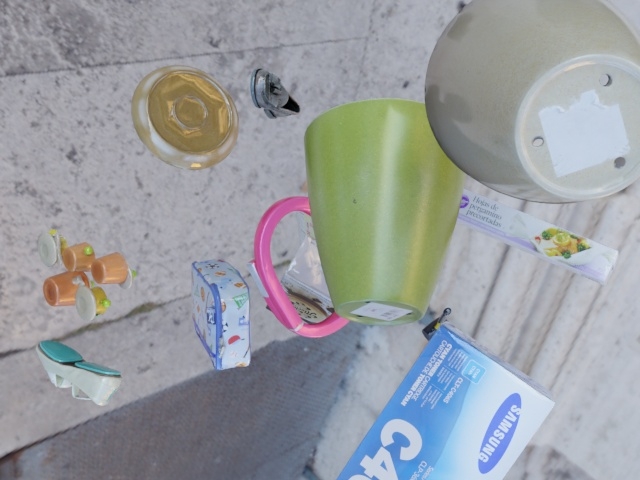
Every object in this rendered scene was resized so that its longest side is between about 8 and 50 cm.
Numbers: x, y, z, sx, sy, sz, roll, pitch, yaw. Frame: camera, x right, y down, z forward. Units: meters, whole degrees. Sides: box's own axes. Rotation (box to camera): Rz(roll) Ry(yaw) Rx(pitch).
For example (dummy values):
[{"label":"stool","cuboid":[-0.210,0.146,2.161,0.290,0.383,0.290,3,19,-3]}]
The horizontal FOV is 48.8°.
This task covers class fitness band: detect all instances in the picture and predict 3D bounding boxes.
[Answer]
[{"label":"fitness band","cuboid":[-0.024,0.053,1.378,0.209,0.054,0.291,-38,113,-27]}]

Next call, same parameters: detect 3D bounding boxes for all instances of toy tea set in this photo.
[{"label":"toy tea set","cuboid":[-0.563,0.087,1.737,0.124,0.336,0.200,-11,109,-49]}]

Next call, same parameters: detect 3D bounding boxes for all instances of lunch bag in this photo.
[{"label":"lunch bag","cuboid":[-0.262,0.193,1.829,0.114,0.303,0.243,-4,110,-20]}]

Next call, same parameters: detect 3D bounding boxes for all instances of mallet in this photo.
[{"label":"mallet","cuboid":[0.254,0.182,1.532,0.062,0.039,0.190,-37,164,-4]}]

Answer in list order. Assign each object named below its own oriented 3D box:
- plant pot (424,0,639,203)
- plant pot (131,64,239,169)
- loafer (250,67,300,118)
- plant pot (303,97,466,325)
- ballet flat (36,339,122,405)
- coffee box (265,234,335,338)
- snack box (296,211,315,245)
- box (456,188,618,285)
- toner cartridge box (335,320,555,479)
[{"label":"plant pot","cuboid":[0.243,-0.138,0.732,0.274,0.256,0.257,-75,-172,-69]},{"label":"plant pot","cuboid":[-0.276,-0.265,1.482,0.236,0.236,0.032,-27,-179,-32]},{"label":"loafer","cuboid":[-0.107,-0.359,1.730,0.267,0.084,0.096,18,77,-82]},{"label":"plant pot","cuboid":[0.100,-0.025,1.114,0.275,0.274,0.294,41,47,-56]},{"label":"ballet flat","cuboid":[-0.507,0.275,1.446,0.086,0.248,0.086,-22,119,-48]},{"label":"coffee box","cuboid":[-0.018,0.122,1.732,0.119,0.168,0.297,-60,-179,-24]},{"label":"snack box","cuboid":[0.000,0.000,2.096,0.060,0.322,0.187,-11,107,-14]},{"label":"box","cuboid":[0.398,-0.011,1.342,0.063,0.324,0.067,-63,154,-2]},{"label":"toner cartridge box","cuboid":[0.127,0.292,0.894,0.348,0.165,0.075,-58,166,6]}]
